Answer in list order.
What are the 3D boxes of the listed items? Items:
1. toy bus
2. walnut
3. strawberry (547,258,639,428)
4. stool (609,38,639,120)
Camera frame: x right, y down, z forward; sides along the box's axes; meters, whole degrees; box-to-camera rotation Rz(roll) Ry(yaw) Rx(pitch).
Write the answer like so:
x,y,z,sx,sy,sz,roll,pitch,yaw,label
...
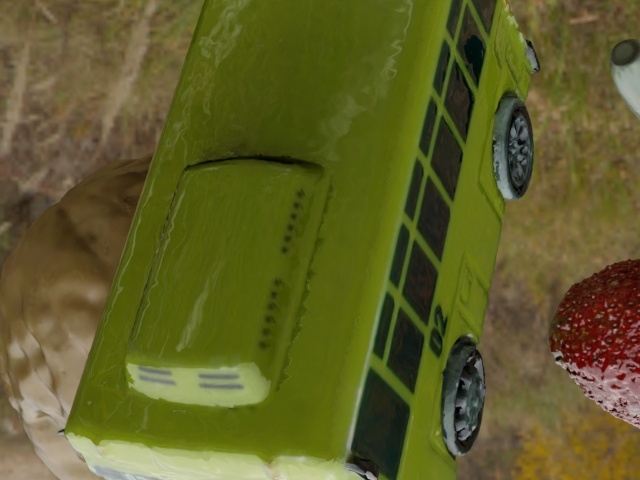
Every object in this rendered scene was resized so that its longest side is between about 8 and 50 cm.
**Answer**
x,y,z,sx,sy,sz,roll,pitch,yaw,label
0.000,0.000,0.502,0.128,0.262,0.150,1,153,26,toy bus
-0.075,0.065,0.761,0.257,0.257,0.224,-2,-172,-8,walnut
0.183,0.061,0.693,0.106,0.106,0.106,-4,166,-1,strawberry
0.360,-0.098,0.948,0.195,0.195,0.198,-38,134,6,stool
